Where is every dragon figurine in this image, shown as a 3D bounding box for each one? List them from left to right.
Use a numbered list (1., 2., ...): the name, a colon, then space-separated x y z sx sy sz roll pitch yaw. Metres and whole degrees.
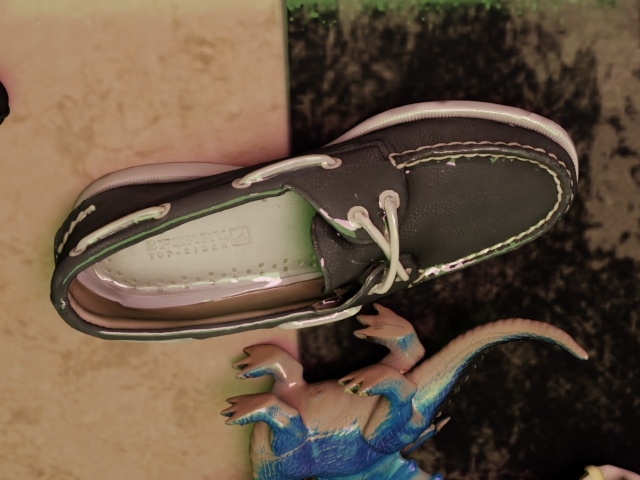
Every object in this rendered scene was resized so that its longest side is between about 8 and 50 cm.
1. dragon figurine: 0.034 0.126 0.680 0.289 0.085 0.144 -20 118 15

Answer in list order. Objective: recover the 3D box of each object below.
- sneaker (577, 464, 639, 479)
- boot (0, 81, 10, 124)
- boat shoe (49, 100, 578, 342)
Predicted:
1. sneaker: 0.147 0.216 0.713 0.384 0.145 0.147 -4 110 -11
2. boot: -0.198 -0.128 0.571 0.121 0.045 0.099 33 110 -15
3. boat shoe: 0.000 0.000 0.611 0.302 0.091 0.114 -13 117 7
